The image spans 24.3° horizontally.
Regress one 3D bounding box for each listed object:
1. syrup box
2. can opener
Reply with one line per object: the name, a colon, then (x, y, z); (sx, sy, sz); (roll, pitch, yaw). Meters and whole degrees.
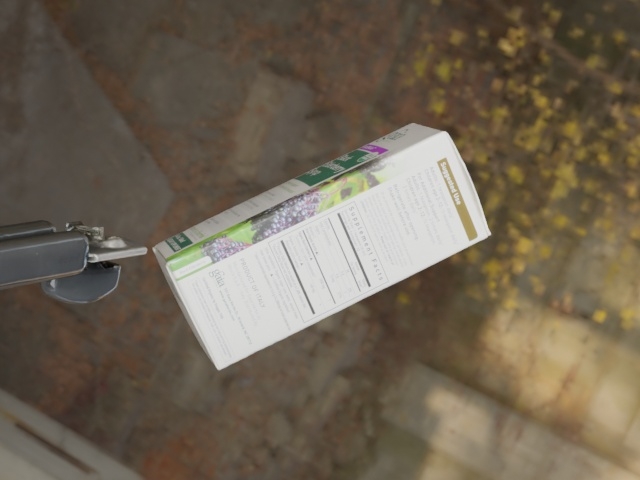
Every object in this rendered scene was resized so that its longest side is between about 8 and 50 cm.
syrup box: (0.000, 0.000, 1.147); (0.237, 0.093, 0.096); (-27, 104, -8)
can opener: (-0.271, 0.032, 1.468); (0.283, 0.076, 0.095); (-13, 116, -64)
